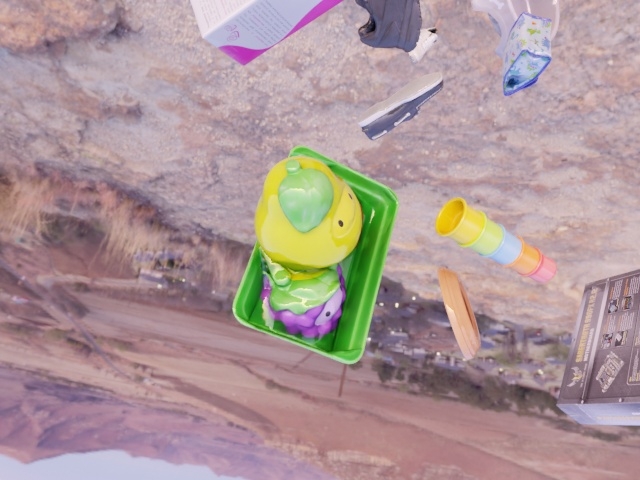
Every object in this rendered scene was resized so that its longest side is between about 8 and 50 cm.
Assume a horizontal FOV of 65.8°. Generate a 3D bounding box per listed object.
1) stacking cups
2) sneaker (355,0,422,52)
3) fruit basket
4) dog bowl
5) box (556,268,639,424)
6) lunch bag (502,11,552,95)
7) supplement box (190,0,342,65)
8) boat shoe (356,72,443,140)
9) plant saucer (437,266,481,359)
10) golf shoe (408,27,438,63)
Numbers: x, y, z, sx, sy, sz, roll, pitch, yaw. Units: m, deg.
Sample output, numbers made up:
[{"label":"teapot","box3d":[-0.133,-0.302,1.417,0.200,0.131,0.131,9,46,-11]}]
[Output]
[{"label":"stacking cups","box3d":[0.410,0.008,1.139,0.316,0.096,0.096,25,152,-24]},{"label":"sneaker","box3d":[0.128,-0.478,0.897,0.130,0.109,0.287,-2,135,-2]},{"label":"fruit basket","box3d":[0.000,0.000,0.869,0.282,0.393,0.392,24,153,-14]},{"label":"dog bowl","box3d":[0.588,-0.717,1.470,0.348,0.349,0.102,26,161,-33]},{"label":"box","box3d":[0.452,0.145,0.707,0.056,0.231,0.183,36,150,-9]},{"label":"lunch bag","box3d":[0.493,-0.448,1.211,0.096,0.129,0.151,14,156,-6]},{"label":"supplement box","box3d":[-0.074,-0.377,0.733,0.219,0.114,0.111,-26,166,20]},{"label":"boat shoe","box3d":[0.262,-0.422,1.571,0.302,0.114,0.091,-22,123,32]},{"label":"plant saucer","box3d":[0.294,0.147,1.036,0.037,0.200,0.200,-20,146,17]},{"label":"golf shoe","box3d":[0.312,-0.605,1.512,0.085,0.176,0.069,-17,126,36]}]
